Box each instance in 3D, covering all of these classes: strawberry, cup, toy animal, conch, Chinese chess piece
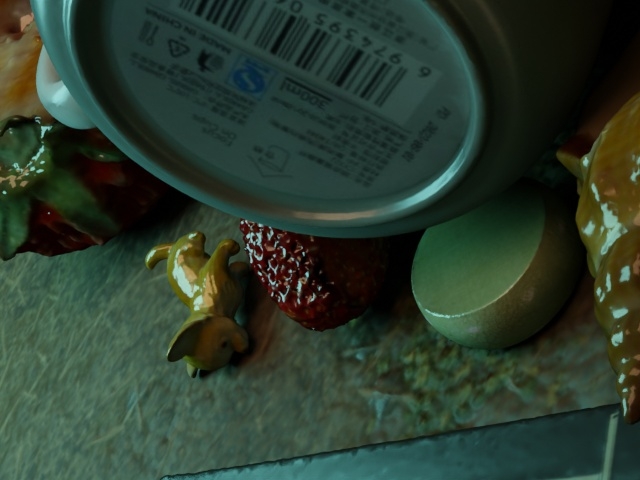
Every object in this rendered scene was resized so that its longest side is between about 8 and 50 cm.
[{"bbox_3d":[0.000,0.000,0.720,0.083,0.083,0.096,-28,46,37],"label":"strawberry"},{"bbox_3d":[-0.020,-0.151,0.668,0.356,0.259,0.274,-21,38,40],"label":"cup"},{"bbox_3d":[-0.074,0.039,0.803,0.081,0.060,0.083,11,64,13],"label":"toy animal"},{"bbox_3d":[0.167,-0.056,0.552,0.109,0.093,0.330,-43,10,52],"label":"conch"},{"bbox_3d":[-0.183,-0.095,0.989,0.253,0.150,0.280,-27,36,7],"label":"strawberry"},{"bbox_3d":[0.081,0.010,0.644,0.084,0.034,0.084,-32,39,30],"label":"Chinese chess piece"}]

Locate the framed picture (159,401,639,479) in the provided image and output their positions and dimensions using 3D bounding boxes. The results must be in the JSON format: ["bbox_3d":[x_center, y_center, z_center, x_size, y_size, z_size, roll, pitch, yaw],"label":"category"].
[{"bbox_3d":[0.001,0.206,0.594,0.347,0.016,0.265,-18,49,44],"label":"framed picture"}]
